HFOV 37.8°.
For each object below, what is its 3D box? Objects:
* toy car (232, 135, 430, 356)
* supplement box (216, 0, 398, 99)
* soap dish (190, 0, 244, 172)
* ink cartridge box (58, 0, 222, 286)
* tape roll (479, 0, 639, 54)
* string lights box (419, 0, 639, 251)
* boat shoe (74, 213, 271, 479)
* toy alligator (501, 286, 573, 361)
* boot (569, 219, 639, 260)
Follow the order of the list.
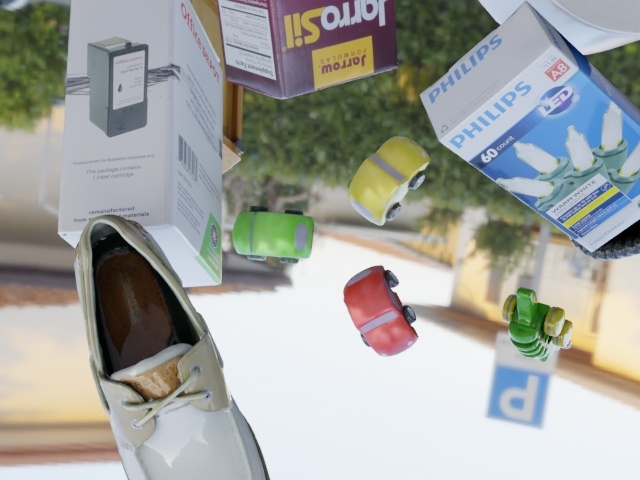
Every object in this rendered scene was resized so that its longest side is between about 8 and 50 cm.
[{"bbox_3d":[0.000,0.000,1.015,0.225,0.239,0.053,4,179,20],"label":"toy car"},{"bbox_3d":[-0.014,-0.203,0.638,0.104,0.188,0.081,-21,-151,-29],"label":"supplement box"},{"bbox_3d":[-0.197,-0.251,1.346,0.118,0.291,0.229,-7,160,20],"label":"soap dish"},{"bbox_3d":[-0.179,-0.105,0.982,0.115,0.273,0.198,-5,160,7],"label":"ink cartridge box"},{"bbox_3d":[0.273,-0.331,0.921,0.286,0.286,0.100,7,177,-18],"label":"tape roll"},{"bbox_3d":[0.234,-0.101,0.909,0.260,0.133,0.076,29,-147,-36],"label":"string lights box"},{"bbox_3d":[-0.129,0.118,0.748,0.113,0.302,0.103,-26,162,-9],"label":"boat shoe"},{"bbox_3d":[0.223,0.100,0.951,0.056,0.051,0.190,17,166,31],"label":"toy alligator"},{"bbox_3d":[0.538,-0.078,1.289,0.260,0.131,0.348,-1,150,-36],"label":"boot"}]
